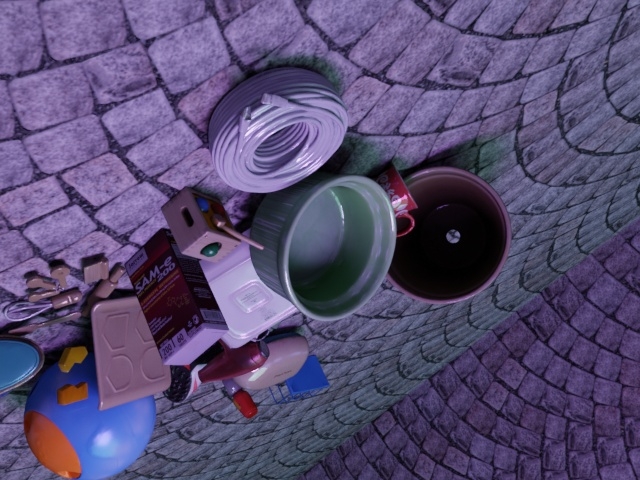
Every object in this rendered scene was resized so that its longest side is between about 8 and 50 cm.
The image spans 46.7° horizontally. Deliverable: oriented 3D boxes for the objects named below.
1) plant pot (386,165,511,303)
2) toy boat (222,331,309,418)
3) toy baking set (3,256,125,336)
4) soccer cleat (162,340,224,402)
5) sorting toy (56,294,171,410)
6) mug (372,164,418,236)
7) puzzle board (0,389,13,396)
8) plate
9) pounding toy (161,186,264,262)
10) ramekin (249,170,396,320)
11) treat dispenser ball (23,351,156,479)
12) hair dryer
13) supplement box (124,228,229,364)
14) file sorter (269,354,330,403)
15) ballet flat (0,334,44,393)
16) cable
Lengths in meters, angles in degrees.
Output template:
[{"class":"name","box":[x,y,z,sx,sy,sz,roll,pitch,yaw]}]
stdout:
[{"class":"plant pot","box":[0.316,-0.014,1.844,0.323,0.323,0.280,-37,170,14]},{"class":"toy boat","box":[-0.191,0.388,2.211,0.268,0.148,0.318,-7,139,-48]},{"class":"toy baking set","box":[-0.513,0.110,1.475,0.197,0.030,0.256,4,139,-45]},{"class":"soccer cleat","box":[-0.315,0.299,1.966,0.318,0.109,0.116,-54,175,28]},{"class":"sorting toy","box":[-0.434,0.235,1.558,0.041,0.228,0.307,-1,-178,30]},{"class":"mug","box":[0.130,-0.067,1.688,0.169,0.150,0.113,-29,175,8]},{"class":"puzzle board","box":[-0.710,0.314,1.661,0.128,0.011,0.096,-37,155,17]},{"class":"plate","box":[-0.157,0.116,1.647,0.277,0.045,0.278,-32,131,9]},{"class":"pounding toy","box":[-0.205,-0.023,1.417,0.100,0.141,0.130,-38,153,17]},{"class":"ramekin","box":[0.000,0.000,1.524,0.303,0.148,0.303,-16,114,-38]},{"class":"treat dispenser ball","box":[-0.521,0.396,1.684,0.288,0.288,0.288,-24,154,-12]},{"class":"hair dryer","box":[-0.228,0.239,1.825,0.080,0.224,0.293,-76,-172,-67]},{"class":"supplement box","box":[-0.287,0.110,1.460,0.130,0.239,0.073,-41,151,22]},{"class":"file sorter","box":[-0.081,0.469,2.475,0.170,0.118,0.104,-1,145,-45]},{"class":"ballet flat","box":[-0.728,0.275,1.471,0.349,0.123,0.123,-20,153,-18]},{"class":"cable","box":[-0.077,-0.189,1.310,0.257,0.089,0.257,-8,148,-39]}]
